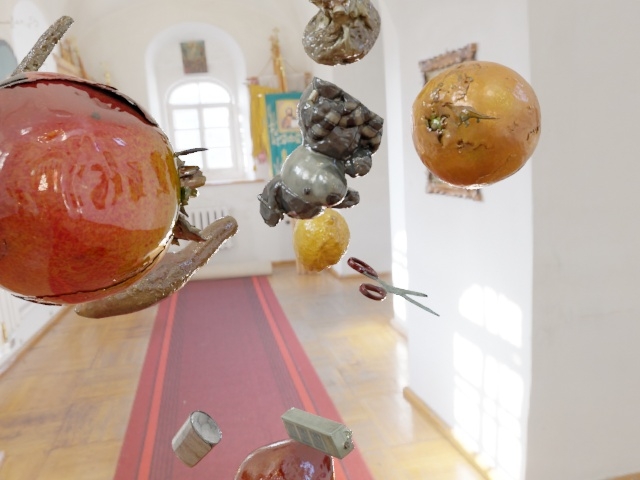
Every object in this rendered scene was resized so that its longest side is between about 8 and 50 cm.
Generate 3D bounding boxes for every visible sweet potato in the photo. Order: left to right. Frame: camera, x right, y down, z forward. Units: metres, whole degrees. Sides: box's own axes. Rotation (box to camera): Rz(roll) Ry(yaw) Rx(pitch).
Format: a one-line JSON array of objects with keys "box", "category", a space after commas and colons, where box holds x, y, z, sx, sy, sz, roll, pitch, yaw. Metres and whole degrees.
[{"box": [-0.319, 0.062, 1.168, 0.385, 0.109, 0.109, -30, 24, -33], "category": "sweet potato"}]

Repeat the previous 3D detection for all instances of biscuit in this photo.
[{"box": [-0.499, -0.272, 0.937, 0.026, 0.236, 0.131, 37, -21, -33], "category": "biscuit"}]

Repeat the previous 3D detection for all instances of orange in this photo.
[{"box": [0.299, -0.220, 1.083, 0.246, 0.245, 0.246, -3, 11, 1], "category": "orange"}]

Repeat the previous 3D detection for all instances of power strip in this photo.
[{"box": [-0.014, 0.487, 1.435, 0.052, 0.078, 0.272, -28, 13, -34], "category": "power strip"}]

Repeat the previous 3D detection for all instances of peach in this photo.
[{"box": [-0.108, 0.761, 1.747, 0.333, 0.307, 0.308, -30, 18, -14], "category": "peach"}]

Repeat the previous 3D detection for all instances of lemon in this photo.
[{"box": [0.000, 0.000, 1.372, 0.142, 0.187, 0.142, 12, 41, -11], "category": "lemon"}]

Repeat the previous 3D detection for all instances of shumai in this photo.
[{"box": [0.052, -0.514, 1.303, 0.210, 0.161, 0.153, -32, -18, -13], "category": "shumai"}]

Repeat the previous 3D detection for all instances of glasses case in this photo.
[{"box": [-0.366, 0.580, 1.637, 0.060, 0.114, 0.299, -35, -13, -38], "category": "glasses case"}]

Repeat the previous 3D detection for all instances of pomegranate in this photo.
[{"box": [-0.220, -0.045, 0.520, 0.235, 0.210, 0.210, 2, 6, -35], "category": "pomegranate"}]

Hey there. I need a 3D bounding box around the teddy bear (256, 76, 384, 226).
[{"box": [0.019, -0.120, 0.908, 0.171, 0.250, 0.144, 6, 18, -36], "category": "teddy bear"}]

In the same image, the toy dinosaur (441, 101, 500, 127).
[{"box": [0.247, -0.204, 0.925, 0.026, 0.041, 0.113, -48, 51, -10], "category": "toy dinosaur"}]

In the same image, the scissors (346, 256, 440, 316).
[{"box": [0.177, 0.118, 1.321, 0.248, 0.017, 0.144, 23, 26, -27], "category": "scissors"}]
